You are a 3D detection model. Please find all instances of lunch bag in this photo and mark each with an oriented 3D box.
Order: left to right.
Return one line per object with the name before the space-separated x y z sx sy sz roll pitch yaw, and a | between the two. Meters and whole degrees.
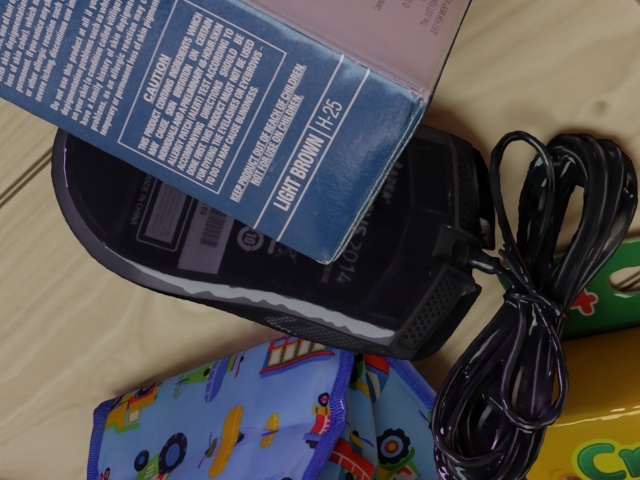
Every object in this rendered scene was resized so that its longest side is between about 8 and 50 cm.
lunch bag | 0.025 0.196 0.908 0.221 0.138 0.293 -22 128 40

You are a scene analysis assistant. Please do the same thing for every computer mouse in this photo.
computer mouse | 0.000 0.000 0.771 0.272 0.188 0.072 22 171 3

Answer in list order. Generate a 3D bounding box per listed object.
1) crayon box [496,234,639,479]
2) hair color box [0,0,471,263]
crayon box | 0.230 0.137 0.817 0.202 0.081 0.318 -15 118 28
hair color box | -0.107 -0.149 0.661 0.347 0.174 0.105 28 130 -2
